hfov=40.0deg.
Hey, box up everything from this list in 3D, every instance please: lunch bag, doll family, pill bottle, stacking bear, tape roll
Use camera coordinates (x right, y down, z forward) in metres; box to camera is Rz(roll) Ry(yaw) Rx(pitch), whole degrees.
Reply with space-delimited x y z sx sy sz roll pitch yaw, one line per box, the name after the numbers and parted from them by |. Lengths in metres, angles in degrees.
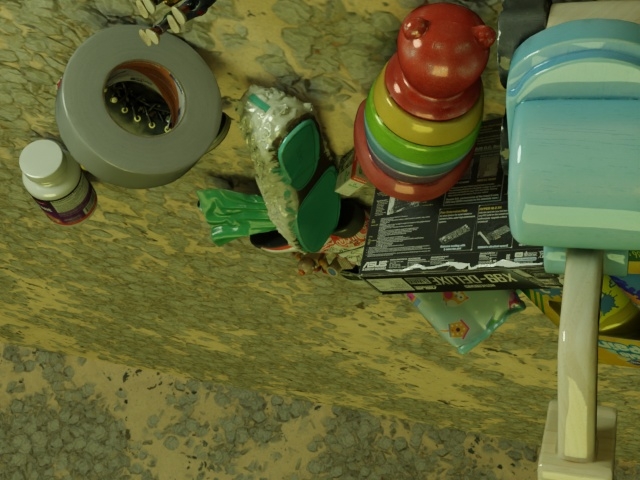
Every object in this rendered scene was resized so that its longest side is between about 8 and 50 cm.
0.224 0.053 1.490 0.223 0.160 0.262 51 -170 4 | lunch bag
-0.149 -0.301 1.044 0.193 0.111 0.076 0 124 55 | doll family
-0.501 -0.110 1.674 0.108 0.108 0.193 10 157 6 | pill bottle
0.137 -0.185 1.112 0.176 0.164 0.289 12 153 2 | stacking bear
-0.251 -0.184 1.221 0.219 0.219 0.072 21 158 -20 | tape roll

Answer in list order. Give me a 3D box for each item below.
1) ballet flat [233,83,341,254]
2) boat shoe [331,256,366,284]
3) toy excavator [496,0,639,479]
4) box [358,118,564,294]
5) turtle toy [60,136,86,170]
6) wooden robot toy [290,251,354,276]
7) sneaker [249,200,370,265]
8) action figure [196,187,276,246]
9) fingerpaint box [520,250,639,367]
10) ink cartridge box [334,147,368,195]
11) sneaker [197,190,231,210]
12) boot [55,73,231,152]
-0.052 -0.120 1.433 0.147 0.147 0.409 8 155 10 | ballet flat
0.107 0.049 1.778 0.070 0.077 0.219 26 156 -33 | boat shoe
0.292 -0.001 0.980 0.222 0.445 0.432 5 139 20 | toy excavator
0.218 -0.050 1.266 0.308 0.242 0.076 -5 152 35 | box
-0.393 -0.165 1.541 0.130 0.066 0.095 17 158 -9 | turtle toy
-0.010 0.051 1.789 0.173 0.079 0.076 11 134 33 | wooden robot toy
0.000 0.001 1.702 0.270 0.090 0.145 -9 147 37 | sneaker
-0.098 -0.058 1.628 0.232 0.063 0.137 -5 133 14 | action figure
0.517 0.051 1.283 0.371 0.163 0.445 41 156 -32 | fingerpaint box
0.062 -0.120 1.413 0.029 0.062 0.115 18 157 -18 | ink cartridge box
-0.187 -0.063 1.715 0.098 0.038 0.069 -3 153 34 | sneaker
-0.277 -0.202 1.368 0.237 0.085 0.178 -1 152 30 | boot
